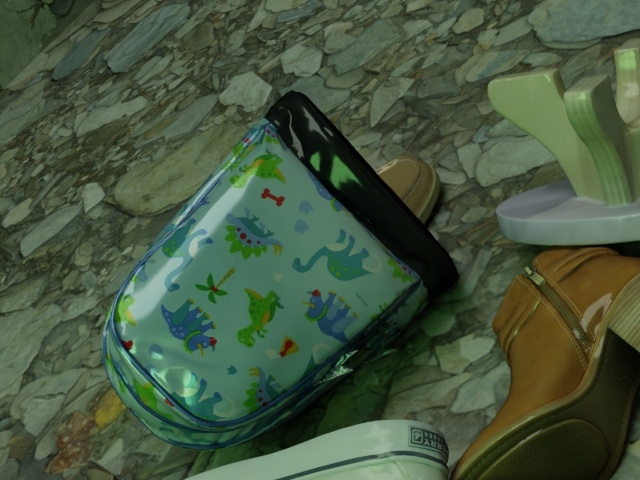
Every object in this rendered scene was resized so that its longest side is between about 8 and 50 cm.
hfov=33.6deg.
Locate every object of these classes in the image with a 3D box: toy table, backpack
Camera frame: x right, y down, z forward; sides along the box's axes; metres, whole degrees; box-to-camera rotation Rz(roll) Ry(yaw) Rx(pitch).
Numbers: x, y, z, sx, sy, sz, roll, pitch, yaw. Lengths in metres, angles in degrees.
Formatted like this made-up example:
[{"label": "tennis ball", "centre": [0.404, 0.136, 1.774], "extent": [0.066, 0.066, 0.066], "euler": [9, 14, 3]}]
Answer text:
[{"label": "toy table", "centre": [0.295, -0.099, 1.044], "extent": [0.274, 0.160, 0.252], "euler": [-8, 16, 21]}, {"label": "backpack", "centre": [-0.067, 0.056, 1.117], "extent": [0.355, 0.290, 0.273], "euler": [-41, 1, 6]}]

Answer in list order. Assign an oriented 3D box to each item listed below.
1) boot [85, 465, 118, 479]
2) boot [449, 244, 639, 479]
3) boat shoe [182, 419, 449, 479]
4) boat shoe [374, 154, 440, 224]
[{"label": "boot", "centre": [-0.246, 0.302, 1.169], "extent": [0.118, 0.042, 0.087], "euler": [6, 52, 46]}, {"label": "boot", "centre": [0.197, 0.114, 0.967], "extent": [0.283, 0.109, 0.220], "euler": [-46, 25, 1]}, {"label": "boat shoe", "centre": [-0.038, 0.285, 0.928], "extent": [0.367, 0.136, 0.156], "euler": [-25, 50, 31]}, {"label": "boat shoe", "centre": [0.000, 0.000, 1.278], "extent": [0.341, 0.110, 0.122], "euler": [-41, 33, -10]}]
